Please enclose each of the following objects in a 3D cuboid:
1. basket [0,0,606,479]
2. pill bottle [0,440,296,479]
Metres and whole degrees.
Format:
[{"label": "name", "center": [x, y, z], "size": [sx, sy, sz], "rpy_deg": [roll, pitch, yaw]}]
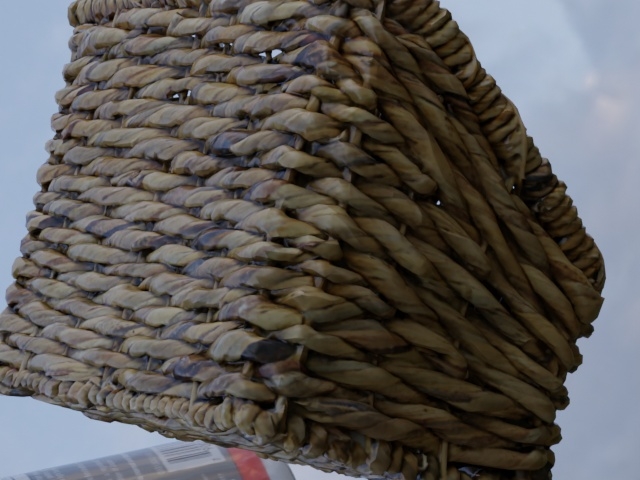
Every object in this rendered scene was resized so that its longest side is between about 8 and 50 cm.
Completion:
[{"label": "basket", "center": [0.000, 0.000, 0.913], "size": [0.213, 0.299, 0.223], "rpy_deg": [19, -100, -31]}, {"label": "pill bottle", "center": [-0.192, 0.266, 1.296], "size": [0.362, 0.210, 0.210], "rpy_deg": [-10, -52, -18]}]
